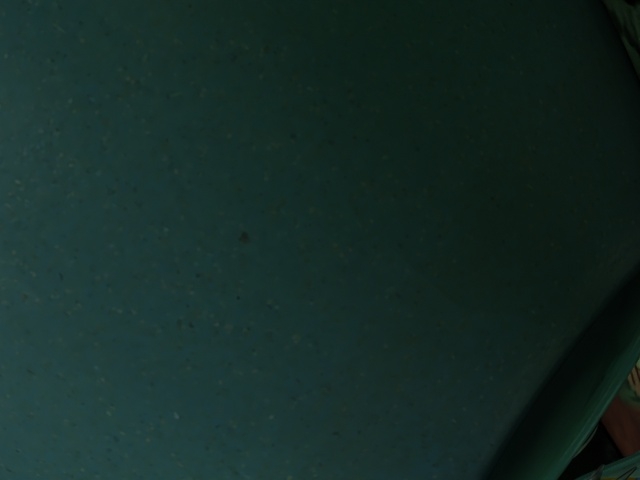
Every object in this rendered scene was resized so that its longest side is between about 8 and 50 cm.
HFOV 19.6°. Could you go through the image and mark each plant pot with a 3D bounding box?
[{"bbox_3d":[0.000,0.000,0.593,0.195,0.290,0.290,35,152,19],"label":"plant pot"}]

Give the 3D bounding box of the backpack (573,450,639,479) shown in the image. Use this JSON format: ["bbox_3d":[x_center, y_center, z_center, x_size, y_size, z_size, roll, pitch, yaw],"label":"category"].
[{"bbox_3d":[0.098,0.142,0.497,0.144,0.188,0.166,-145,38,-66],"label":"backpack"}]

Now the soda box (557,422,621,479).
[{"bbox_3d":[0.067,0.060,0.778,0.060,0.053,0.169,90,156,-52],"label":"soda box"}]
